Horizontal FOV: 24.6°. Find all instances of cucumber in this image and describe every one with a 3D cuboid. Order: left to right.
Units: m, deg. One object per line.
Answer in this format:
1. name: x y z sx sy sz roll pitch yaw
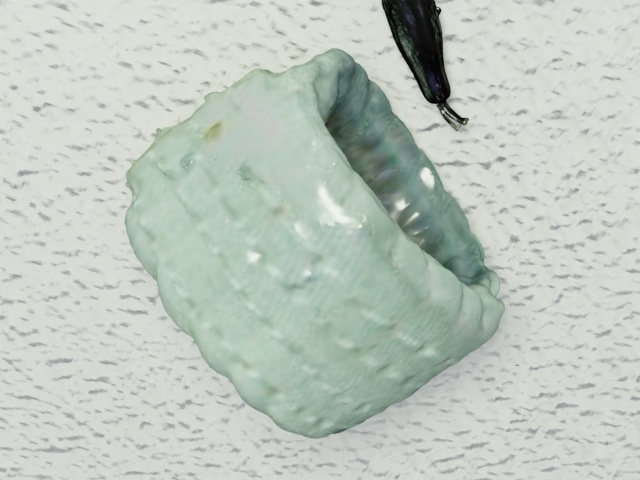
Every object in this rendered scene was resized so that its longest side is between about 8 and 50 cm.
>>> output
1. cucumber: 0.065 -0.152 0.982 0.039 0.043 0.163 -35 121 -29

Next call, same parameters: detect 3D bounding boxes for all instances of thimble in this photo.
1. thimble: 0.000 0.000 0.959 0.172 0.205 0.250 -34 116 16
